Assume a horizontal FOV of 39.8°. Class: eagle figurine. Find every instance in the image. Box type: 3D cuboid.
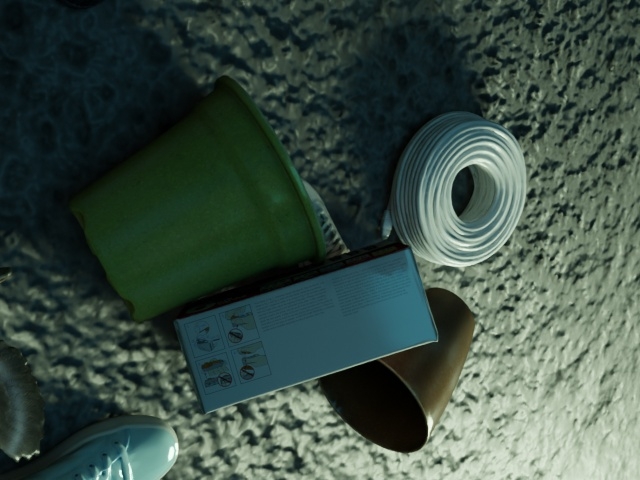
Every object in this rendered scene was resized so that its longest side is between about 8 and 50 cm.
[{"bbox_3d":[-0.470,0.168,1.042,0.226,0.225,0.298,9,136,4],"label":"eagle figurine"}]

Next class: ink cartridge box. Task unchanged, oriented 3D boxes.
[{"bbox_3d":[-0.026,0.105,1.214,0.309,0.272,0.130,-17,93,-4],"label":"ink cartridge box"}]

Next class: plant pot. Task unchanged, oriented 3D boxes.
[{"bbox_3d":[0.145,0.183,1.429,0.230,0.215,0.215,-42,122,-35],"label":"plant pot"},{"bbox_3d":[-0.169,-0.031,1.138,0.253,0.276,0.276,-30,117,-11],"label":"plant pot"}]

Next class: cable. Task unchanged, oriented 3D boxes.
[{"bbox_3d":[0.231,-0.084,1.470,0.257,0.089,0.257,2,101,-34],"label":"cable"}]

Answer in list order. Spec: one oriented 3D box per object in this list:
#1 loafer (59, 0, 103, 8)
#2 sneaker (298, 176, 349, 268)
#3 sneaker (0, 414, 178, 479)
[{"bbox_3d":[-0.207,-0.398,1.099,0.302,0.095,0.109,-49,123,-14],"label":"loafer"},{"bbox_3d":[0.000,0.000,1.337,0.090,0.094,0.235,-36,117,-19],"label":"sneaker"},{"bbox_3d":[-0.337,0.356,1.168,0.365,0.150,0.135,-23,114,-27],"label":"sneaker"}]
